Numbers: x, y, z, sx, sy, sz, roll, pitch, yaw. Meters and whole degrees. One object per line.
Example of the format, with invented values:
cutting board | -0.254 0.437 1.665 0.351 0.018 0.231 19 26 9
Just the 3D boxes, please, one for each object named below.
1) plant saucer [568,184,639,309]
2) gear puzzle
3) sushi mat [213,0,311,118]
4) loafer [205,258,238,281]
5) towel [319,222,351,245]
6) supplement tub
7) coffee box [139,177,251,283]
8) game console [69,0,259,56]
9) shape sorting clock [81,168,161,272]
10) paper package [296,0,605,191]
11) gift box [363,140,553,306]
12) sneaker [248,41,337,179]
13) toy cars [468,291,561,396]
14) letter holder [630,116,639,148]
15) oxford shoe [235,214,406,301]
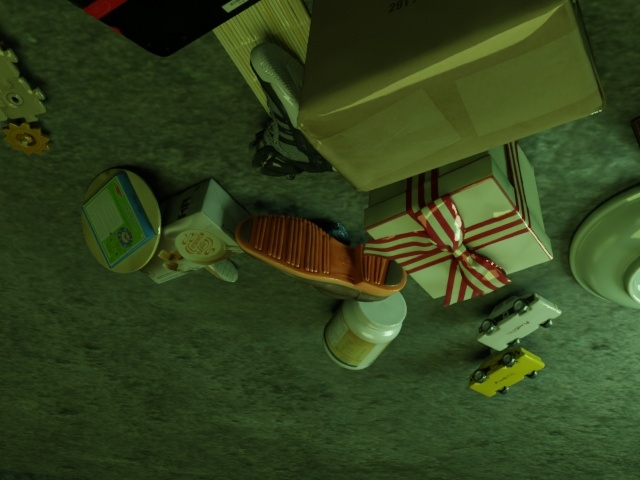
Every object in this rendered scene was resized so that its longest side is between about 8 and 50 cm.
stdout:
plant saucer | 0.706 0.040 1.248 0.400 0.100 0.400 3 139 3
gear puzzle | -0.569 -0.275 1.096 0.175 0.044 0.339 -7 141 13
sushi mat | -0.055 -0.282 1.034 0.151 0.019 0.316 -14 136 23
loafer | -0.241 0.052 1.434 0.125 0.045 0.039 40 147 -25
towel | 0.000 0.000 1.345 0.119 0.029 0.067 -16 133 22
supplement tub | 0.101 0.195 1.470 0.144 0.144 0.200 17 138 -12
coffee box | -0.283 -0.014 1.312 0.246 0.098 0.141 -19 134 27
game console | -0.155 -0.388 0.764 0.386 0.060 0.342 -23 164 20
shape sorting clock | -0.394 -0.039 1.257 0.206 0.206 0.040 -25 174 31
paper package | 0.153 -0.260 0.808 0.325 0.309 0.168 -18 138 26
gift box | 0.220 -0.050 1.084 0.276 0.258 0.255 -29 128 33
sneaker | -0.070 -0.192 1.046 0.153 0.101 0.268 -18 137 24
toy cars | 0.454 0.242 1.533 0.176 0.087 0.394 -3 136 3
letter holder | 0.635 -0.086 0.953 0.214 0.302 0.152 -26 130 32
oxford shoe | -0.012 0.056 1.296 0.363 0.130 0.133 21 143 -16
